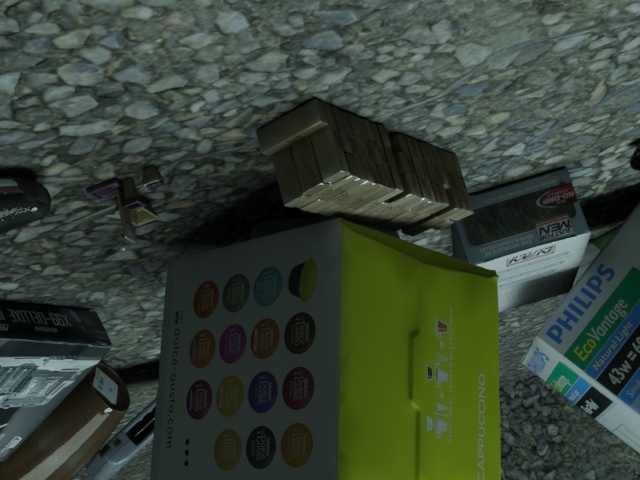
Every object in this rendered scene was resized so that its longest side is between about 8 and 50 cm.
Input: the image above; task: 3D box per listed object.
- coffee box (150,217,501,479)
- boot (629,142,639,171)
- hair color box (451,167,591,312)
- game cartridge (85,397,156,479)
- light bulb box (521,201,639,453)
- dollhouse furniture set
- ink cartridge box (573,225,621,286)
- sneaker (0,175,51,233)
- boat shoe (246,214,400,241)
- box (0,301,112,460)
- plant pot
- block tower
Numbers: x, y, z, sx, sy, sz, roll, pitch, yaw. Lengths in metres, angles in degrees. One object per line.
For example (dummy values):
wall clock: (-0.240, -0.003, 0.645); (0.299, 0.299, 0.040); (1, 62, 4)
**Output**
coffee box: (0.016, 0.192, 1.468); (0.334, 0.338, 0.338); (-13, 159, 41)
boot: (0.542, -0.108, 1.667); (0.208, 0.076, 0.190); (-8, 148, -41)
hair color box: (0.319, 0.017, 1.796); (0.185, 0.114, 0.374); (-16, 163, 3)
game cartridge: (-0.320, 0.345, 2.125); (0.297, 0.062, 0.198); (-42, 173, -30)
light bulb box: (0.589, 0.159, 1.831); (0.358, 0.361, 0.225); (-50, 165, -12)
dollhouse furniture set: (-0.205, -0.023, 1.304); (0.091, 0.081, 0.114); (-19, 162, 11)
ink cartridge box: (0.576, 0.101, 2.076); (0.092, 0.220, 0.160); (-1, 157, -38)
sneaker: (-0.418, 0.037, 1.180); (0.281, 0.163, 0.106); (-14, 162, -3)
boat shoe: (0.000, 0.000, 1.571); (0.226, 0.083, 0.076); (6, 166, -20)
box: (-0.499, 0.218, 1.647); (0.307, 0.077, 0.242); (-45, 149, 22)
plant pot: (-0.462, 0.319, 1.967); (0.230, 0.215, 0.215); (-35, 156, 16)
block tower: (0.065, -0.078, 1.342); (0.091, 0.097, 0.335); (-27, 158, 29)
